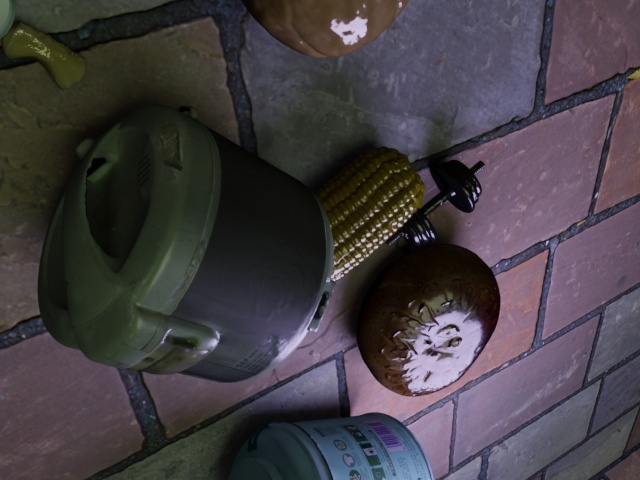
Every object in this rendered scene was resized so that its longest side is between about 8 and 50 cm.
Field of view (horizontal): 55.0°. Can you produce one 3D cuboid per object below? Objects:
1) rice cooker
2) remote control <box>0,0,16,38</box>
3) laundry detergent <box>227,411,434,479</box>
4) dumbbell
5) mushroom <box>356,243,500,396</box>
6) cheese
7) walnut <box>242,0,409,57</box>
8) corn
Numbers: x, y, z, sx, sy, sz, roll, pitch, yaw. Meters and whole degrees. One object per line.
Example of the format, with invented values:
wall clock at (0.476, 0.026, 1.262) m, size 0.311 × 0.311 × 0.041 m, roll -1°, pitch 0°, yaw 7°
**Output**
rice cooker at (-0.156, 0.014, 0.694) m, size 0.277 × 0.288 × 0.288 m, roll 25°, pitch 103°, yaw -45°
remote control at (-0.390, -0.247, 0.512) m, size 0.256 × 0.045 × 0.097 m, roll 23°, pitch 104°, yaw -39°
laundry detergent at (0.003, 0.465, 1.107) m, size 0.305 × 0.287 × 0.287 m, roll 7°, pitch 115°, yaw -38°
dumbbell at (0.187, -0.061, 1.005) m, size 0.208 × 0.099 × 0.099 m, roll -39°, pitch 134°, yaw -5°
mushroom at (0.202, 0.149, 1.117) m, size 0.278 × 0.163 × 0.297 m, roll 9°, pitch 112°, yaw -38°
cheese at (-0.285, -0.189, 0.633) m, size 0.083 × 0.030 × 0.044 m, roll 25°, pitch 98°, yaw -49°
walnut at (-0.005, -0.321, 0.618) m, size 0.225 × 0.225 × 0.261 m, roll -30°, pitch 120°, yaw -14°
corn at (0.000, 0.000, 0.899) m, size 0.344 × 0.131 × 0.131 m, roll -39°, pitch 134°, yaw -3°
